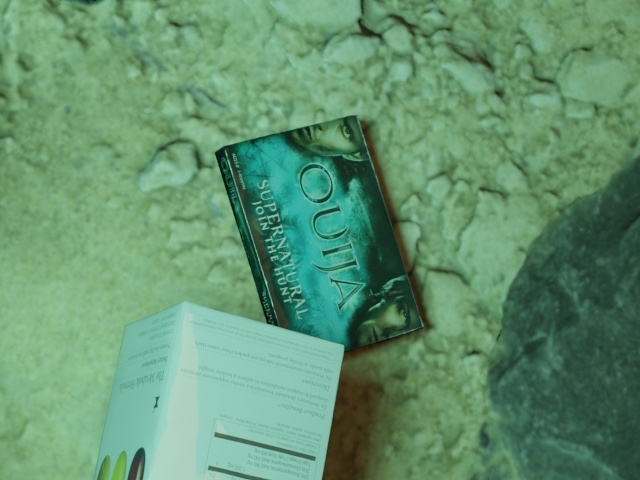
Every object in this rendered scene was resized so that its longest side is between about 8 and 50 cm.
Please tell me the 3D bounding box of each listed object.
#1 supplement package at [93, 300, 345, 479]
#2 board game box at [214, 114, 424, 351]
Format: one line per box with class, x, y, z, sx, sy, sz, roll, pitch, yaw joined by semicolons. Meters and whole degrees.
supplement package;-0.086;0.185;1.324;0.134;0.139;0.244;16;73;-21
board game box;0.000;0.000;1.461;0.126;0.026;0.186;-16;86;-25
